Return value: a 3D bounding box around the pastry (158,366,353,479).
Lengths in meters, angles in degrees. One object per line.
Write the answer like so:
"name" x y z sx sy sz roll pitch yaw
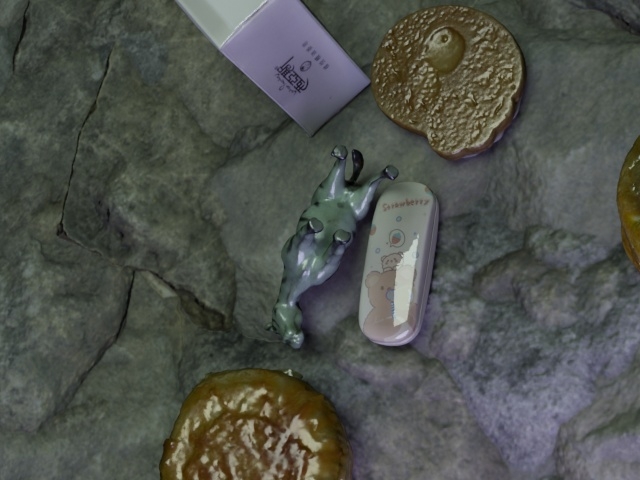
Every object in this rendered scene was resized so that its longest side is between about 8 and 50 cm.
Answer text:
"pastry" -0.071 0.275 1.494 0.236 0.121 0.257 11 76 24

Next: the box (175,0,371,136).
"box" -0.079 -0.279 1.594 0.116 0.274 0.203 -42 60 6

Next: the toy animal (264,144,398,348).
"toy animal" 0.001 0.001 1.525 0.090 0.170 0.255 31 81 -3

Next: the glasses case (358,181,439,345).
"glasses case" 0.095 0.027 1.534 0.081 0.051 0.204 -1 71 30

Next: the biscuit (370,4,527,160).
"biscuit" 0.163 -0.202 1.582 0.208 0.049 0.181 35 90 30

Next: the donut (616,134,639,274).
"donut" 0.429 -0.021 1.348 0.208 0.128 0.261 -40 59 9
